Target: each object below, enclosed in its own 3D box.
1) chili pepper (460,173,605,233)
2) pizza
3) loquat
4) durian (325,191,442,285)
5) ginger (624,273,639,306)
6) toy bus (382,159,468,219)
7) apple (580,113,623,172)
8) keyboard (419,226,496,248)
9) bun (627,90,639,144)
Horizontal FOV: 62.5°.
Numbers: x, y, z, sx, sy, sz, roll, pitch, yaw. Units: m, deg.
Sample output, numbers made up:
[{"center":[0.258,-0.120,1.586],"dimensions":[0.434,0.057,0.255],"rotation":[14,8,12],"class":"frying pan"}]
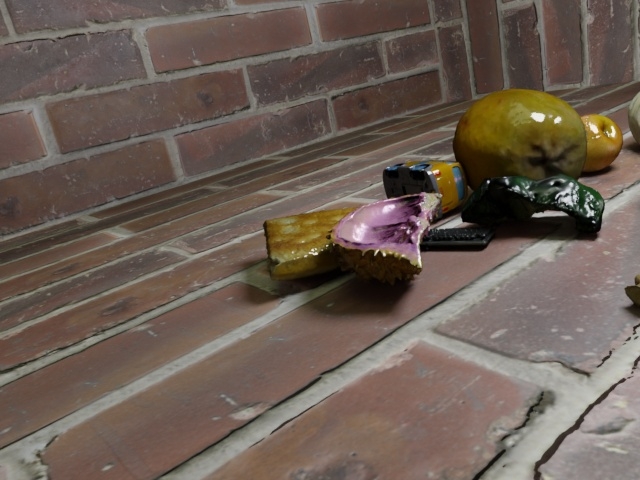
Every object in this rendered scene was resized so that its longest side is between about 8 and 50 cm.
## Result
[{"center":[0.407,-0.082,1.027],"dimensions":[0.264,0.116,0.148],"rotation":[2,19,37],"class":"chili pepper"},{"center":[0.016,0.008,1.077],"dimensions":[0.258,0.087,0.268],"rotation":[-10,18,-4],"class":"pizza"},{"center":[0.449,-0.215,1.199],"dimensions":[0.276,0.276,0.284],"rotation":[-14,20,-4],"class":"loquat"},{"center":[0.124,-0.002,0.969],"dimensions":[0.191,0.112,0.341],"rotation":[-8,21,21],"class":"durian"},{"center":[0.421,0.071,0.684],"dimensions":[0.048,0.030,0.097],"rotation":[17,24,3],"class":"ginger"},{"center":[0.252,-0.132,1.264],"dimensions":[0.136,0.126,0.209],"rotation":[-23,17,-21],"class":"toy bus"},{"center":[0.666,-0.241,1.293],"dimensions":[0.146,0.146,0.146],"rotation":[-11,17,4],"class":"apple"},{"center":[0.230,-0.005,1.065],"dimensions":[0.230,0.025,0.093],"rotation":[-2,18,32],"class":"keyboard"},{"center":[0.953,-0.337,1.288],"dimensions":[0.359,0.211,0.360],"rotation":[-10,18,3],"class":"bun"}]
